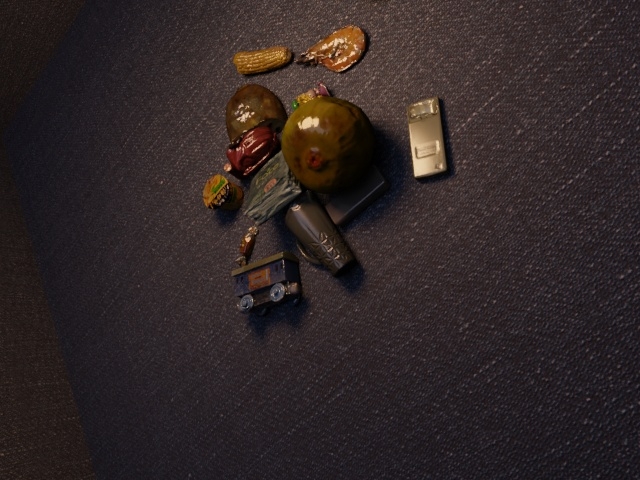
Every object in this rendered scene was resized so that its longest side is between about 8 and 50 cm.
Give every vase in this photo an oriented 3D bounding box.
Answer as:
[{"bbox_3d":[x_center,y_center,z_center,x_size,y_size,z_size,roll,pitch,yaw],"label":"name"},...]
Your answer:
[{"bbox_3d":[0.000,0.000,1.676,0.301,0.156,0.251,51,136,22],"label":"vase"}]

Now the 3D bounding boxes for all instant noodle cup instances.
[{"bbox_3d":[-0.413,-0.194,1.983,0.151,0.122,0.152,-7,76,30],"label":"instant noodle cup"}]

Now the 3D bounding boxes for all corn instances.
[{"bbox_3d":[-0.253,-0.787,2.000,0.291,0.101,0.101,1,82,30],"label":"corn"}]

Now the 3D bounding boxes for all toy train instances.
[{"bbox_3d":[-0.206,0.174,1.785,0.299,0.131,0.202,-21,64,28],"label":"toy train"}]

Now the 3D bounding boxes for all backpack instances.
[{"bbox_3d":[-0.262,-0.366,1.860,0.229,0.229,0.139,-42,82,20],"label":"backpack"}]

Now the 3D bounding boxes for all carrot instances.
[{"bbox_3d":[-0.356,-0.292,1.940,0.055,0.161,0.055,-1,86,12],"label":"carrot"}]

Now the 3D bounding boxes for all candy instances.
[{"bbox_3d":[-0.310,0.026,1.920,0.053,0.046,0.182,16,88,32],"label":"candy"}]

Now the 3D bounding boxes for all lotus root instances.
[{"bbox_3d":[-0.296,-0.554,1.958,0.267,0.149,0.260,-26,69,24],"label":"lotus root"}]

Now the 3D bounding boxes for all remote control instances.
[{"bbox_3d":[0.361,-0.348,1.558,0.123,0.038,0.286,-13,73,29],"label":"remote control"}]

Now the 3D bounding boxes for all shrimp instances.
[{"bbox_3d":[0.040,-0.733,1.820,0.316,0.062,0.164,-12,78,28],"label":"shrimp"}]

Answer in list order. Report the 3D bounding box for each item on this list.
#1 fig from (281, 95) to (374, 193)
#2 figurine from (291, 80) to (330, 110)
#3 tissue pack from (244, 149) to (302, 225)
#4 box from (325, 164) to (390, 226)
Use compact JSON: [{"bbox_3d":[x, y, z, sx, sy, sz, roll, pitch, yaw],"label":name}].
[{"bbox_3d":[0.033,-0.341,1.604,0.343,0.343,0.344,-6,78,32],"label":"fig"},{"bbox_3d":[-0.033,-0.540,1.818,0.156,0.095,0.115,-27,88,8],"label":"figurine"},{"bbox_3d":[-0.172,-0.216,1.755,0.228,0.103,0.316,-35,29,21],"label":"tissue pack"},{"bbox_3d":[0.132,-0.159,1.659,0.243,0.055,0.103,-40,62,21],"label":"box"}]
